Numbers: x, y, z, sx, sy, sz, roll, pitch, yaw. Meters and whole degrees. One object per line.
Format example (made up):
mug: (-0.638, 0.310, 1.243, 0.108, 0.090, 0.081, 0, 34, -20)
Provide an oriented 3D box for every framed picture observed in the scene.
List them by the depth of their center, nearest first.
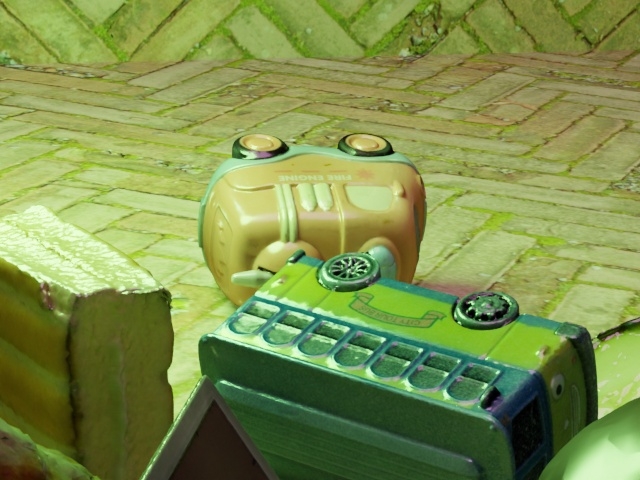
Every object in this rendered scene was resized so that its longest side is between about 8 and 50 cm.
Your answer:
framed picture: (-0.020, 0.244, 1.131, 0.018, 0.293, 0.231, -32, 9, 16)

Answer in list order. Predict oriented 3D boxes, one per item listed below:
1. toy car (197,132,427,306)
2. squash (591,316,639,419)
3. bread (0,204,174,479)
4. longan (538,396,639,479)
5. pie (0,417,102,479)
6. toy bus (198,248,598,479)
toy car: (0.000, 0.000, 2.032, 0.270, 0.181, 0.212, -1, 28, -12)
squash: (0.271, 0.157, 1.610, 0.236, 0.155, 0.204, 15, 19, 29)
bread: (-0.213, 0.116, 1.496, 0.111, 0.239, 0.246, -14, 23, -31)
longan: (0.258, 0.249, 1.049, 0.360, 0.361, 0.361, 4, 17, -1)
pie: (-0.256, 0.202, 1.174, 0.395, 0.180, 0.418, 10, -15, 35)
toy bus: (0.069, 0.135, 1.566, 0.312, 0.152, 0.190, 14, 37, 31)
